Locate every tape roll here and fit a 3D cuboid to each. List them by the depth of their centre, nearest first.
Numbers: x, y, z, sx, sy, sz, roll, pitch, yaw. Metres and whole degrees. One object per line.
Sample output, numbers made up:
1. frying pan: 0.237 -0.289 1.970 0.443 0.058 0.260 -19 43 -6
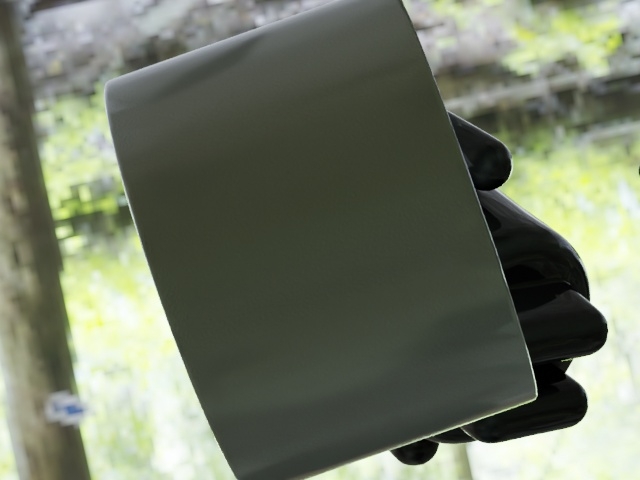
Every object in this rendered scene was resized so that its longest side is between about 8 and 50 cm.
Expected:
1. tape roll: 0.000 0.000 1.091 0.169 0.246 0.246 -20 -179 1

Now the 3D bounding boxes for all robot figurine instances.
1. robot figurine: 0.073 0.033 1.390 0.278 0.209 0.173 40 178 44

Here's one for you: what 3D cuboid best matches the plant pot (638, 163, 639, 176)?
1. plant pot: 0.280 -0.026 0.983 0.234 0.165 0.166 15 -159 -47
